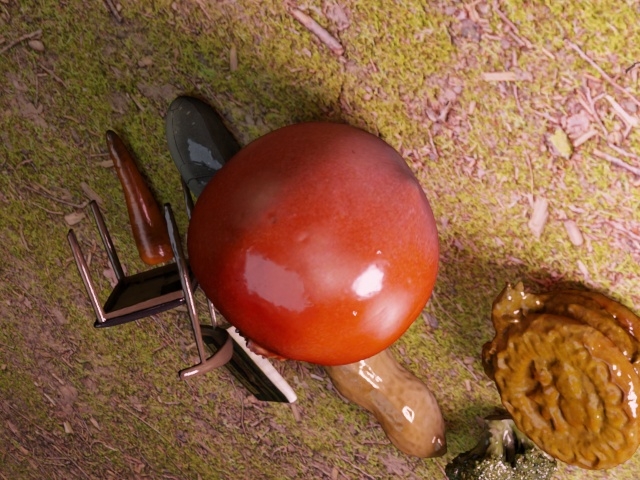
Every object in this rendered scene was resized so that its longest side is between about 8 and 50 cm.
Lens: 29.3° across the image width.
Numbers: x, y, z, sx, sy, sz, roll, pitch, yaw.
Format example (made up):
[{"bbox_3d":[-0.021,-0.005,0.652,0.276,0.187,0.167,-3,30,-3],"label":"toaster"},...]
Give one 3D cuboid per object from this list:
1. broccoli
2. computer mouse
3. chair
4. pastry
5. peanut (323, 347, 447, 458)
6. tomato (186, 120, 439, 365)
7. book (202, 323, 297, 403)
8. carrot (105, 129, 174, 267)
[{"bbox_3d":[0.263,0.320,1.739,0.162,0.145,0.138,-4,91,63],"label":"broccoli"},{"bbox_3d":[-0.161,-0.103,1.784,0.113,0.068,0.229,-9,118,49],"label":"computer mouse"},{"bbox_3d":[-0.246,0.069,1.813,0.166,0.188,0.272,-16,106,7],"label":"chair"},{"bbox_3d":[0.325,0.168,1.545,0.235,0.132,0.240,34,136,28],"label":"pastry"},{"bbox_3d":[0.096,0.223,1.825,0.263,0.101,0.117,44,168,-3],"label":"peanut"},{"bbox_3d":[0.000,0.000,1.558,0.321,0.321,0.322,25,139,24],"label":"tomato"},{"bbox_3d":[-0.121,0.203,2.012,0.160,0.024,0.228,49,163,-6],"label":"book"},{"bbox_3d":[-0.292,-0.063,1.963,0.061,0.061,0.257,0,117,43],"label":"carrot"}]
